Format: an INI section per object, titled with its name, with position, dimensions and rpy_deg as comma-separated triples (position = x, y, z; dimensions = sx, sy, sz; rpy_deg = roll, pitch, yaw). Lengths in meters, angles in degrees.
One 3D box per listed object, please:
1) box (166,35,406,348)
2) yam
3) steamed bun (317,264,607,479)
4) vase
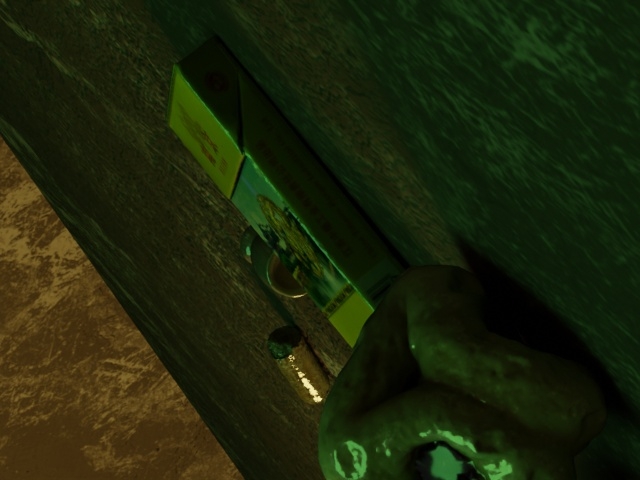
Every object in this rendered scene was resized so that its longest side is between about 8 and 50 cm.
[box]
position = 0.000, 0.000, 1.451
dimensions = 0.335, 0.047, 0.187
rpy_deg = 51, 170, 3
[yam]
position = -0.023, 0.135, 2.010
dimensions = 0.043, 0.043, 0.094
rpy_deg = 39, 166, 47
[steamed bun]
position = 0.105, 0.116, 1.170
dimensions = 0.155, 0.172, 0.141
rpy_deg = 14, 156, 43
[vase]
position = -0.037, 0.013, 1.633
dimensions = 0.053, 0.053, 0.101
rpy_deg = 55, 173, -22
